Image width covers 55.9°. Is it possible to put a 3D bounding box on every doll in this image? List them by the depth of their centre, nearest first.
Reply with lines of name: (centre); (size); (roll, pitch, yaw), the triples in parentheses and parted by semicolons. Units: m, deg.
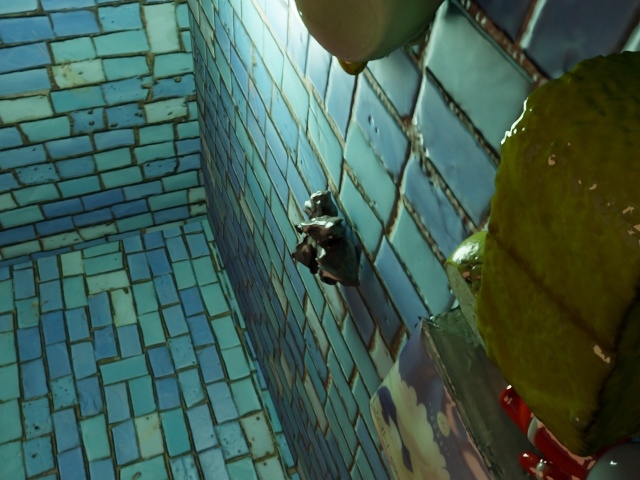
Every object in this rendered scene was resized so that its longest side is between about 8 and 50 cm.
doll: (0.263, 0.202, 0.550); (0.142, 0.076, 0.245); (-62, 36, 19)

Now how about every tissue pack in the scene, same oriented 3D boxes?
tissue pack: (0.178, 0.264, 0.808); (0.343, 0.126, 0.242); (104, 148, -57)

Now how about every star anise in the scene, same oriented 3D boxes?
star anise: (0.001, 0.000, 1.195); (0.257, 0.111, 0.198); (-142, 40, -73)

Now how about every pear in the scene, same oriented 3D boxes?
pear: (0.198, 0.052, 0.620); (0.141, 0.104, 0.141); (-25, -90, -85)

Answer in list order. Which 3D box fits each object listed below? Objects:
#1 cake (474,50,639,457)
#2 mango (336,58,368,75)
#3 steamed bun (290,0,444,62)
cake: (0.215, 0.015, 0.401); (0.156, 0.179, 0.260); (-122, 21, -46)
mango: (0.043, -0.301, 0.891); (0.080, 0.061, 0.114); (166, 85, -76)
steamed bun: (0.072, -0.287, 0.658); (0.152, 0.170, 0.239); (53, 166, -4)
